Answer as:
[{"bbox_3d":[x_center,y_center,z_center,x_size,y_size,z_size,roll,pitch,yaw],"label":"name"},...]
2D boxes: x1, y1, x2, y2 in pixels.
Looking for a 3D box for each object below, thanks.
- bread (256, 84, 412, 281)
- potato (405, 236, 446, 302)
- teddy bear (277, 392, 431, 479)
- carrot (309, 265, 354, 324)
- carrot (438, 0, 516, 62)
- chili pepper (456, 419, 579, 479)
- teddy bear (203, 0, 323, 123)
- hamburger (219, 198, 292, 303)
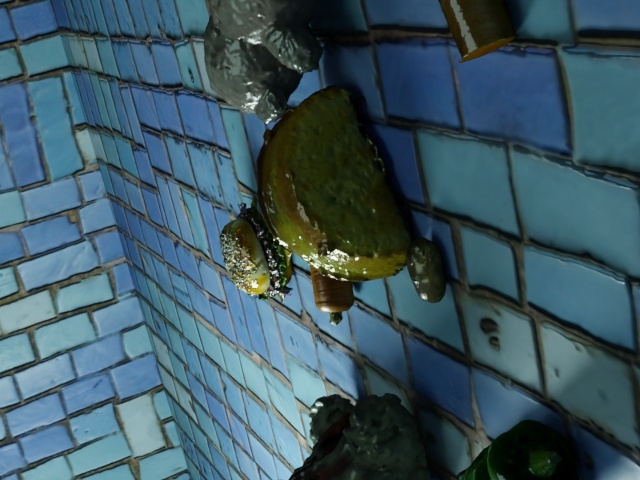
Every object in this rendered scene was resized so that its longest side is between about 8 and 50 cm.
[{"bbox_3d":[0.003,-0.059,1.304,0.260,0.147,0.160,69,162,4],"label":"bread"},{"bbox_3d":[0.127,0.036,1.219,0.051,0.040,0.083,-155,50,-69],"label":"potato"},{"bbox_3d":[-0.019,0.393,1.464,0.224,0.367,0.357,57,164,-2],"label":"teddy bear"},{"bbox_3d":[0.000,0.000,1.512,0.061,0.061,0.256,137,121,-68],"label":"carrot"},{"bbox_3d":[0.115,-0.279,0.930,0.225,0.067,0.067,69,160,-1],"label":"carrot"},{"bbox_3d":[0.219,0.281,1.135,0.270,0.099,0.136,95,174,-60],"label":"chili pepper"},{"bbox_3d":[-0.070,-0.284,1.272,0.236,0.151,0.267,-126,27,-42],"label":"teddy bear"},{"bbox_3d":[-0.115,0.030,1.759,0.164,0.093,0.189,49,152,44],"label":"hamburger"}]
